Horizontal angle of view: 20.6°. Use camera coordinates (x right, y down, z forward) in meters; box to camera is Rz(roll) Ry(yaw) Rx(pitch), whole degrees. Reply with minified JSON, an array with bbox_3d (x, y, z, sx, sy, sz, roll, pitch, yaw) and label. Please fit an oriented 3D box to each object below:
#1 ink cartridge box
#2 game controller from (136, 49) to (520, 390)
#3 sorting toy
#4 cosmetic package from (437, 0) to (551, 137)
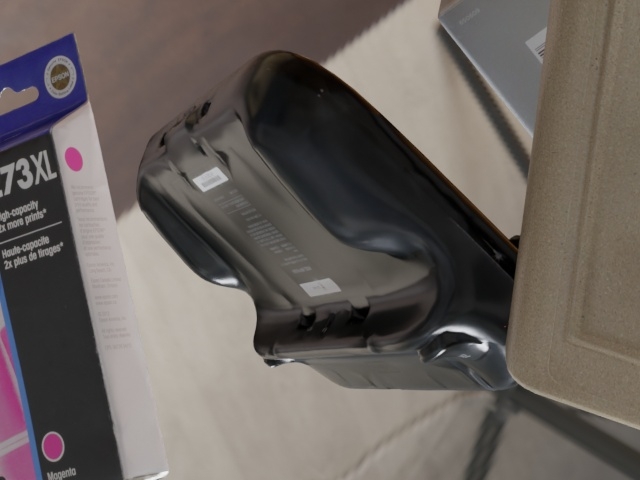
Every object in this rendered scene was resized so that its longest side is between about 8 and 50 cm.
[{"bbox_3d":[-0.241,0.030,1.438,0.069,0.175,0.371,2,73,-56],"label":"ink cartridge box"},{"bbox_3d":[0.000,0.000,0.789,0.067,0.319,0.166,-39,96,-15],"label":"game controller"},{"bbox_3d":[0.150,-0.015,0.538,0.047,0.196,0.348,-16,118,-47],"label":"sorting toy"},{"bbox_3d":[0.137,-0.125,0.896,0.107,0.238,0.127,-36,105,21],"label":"cosmetic package"}]
